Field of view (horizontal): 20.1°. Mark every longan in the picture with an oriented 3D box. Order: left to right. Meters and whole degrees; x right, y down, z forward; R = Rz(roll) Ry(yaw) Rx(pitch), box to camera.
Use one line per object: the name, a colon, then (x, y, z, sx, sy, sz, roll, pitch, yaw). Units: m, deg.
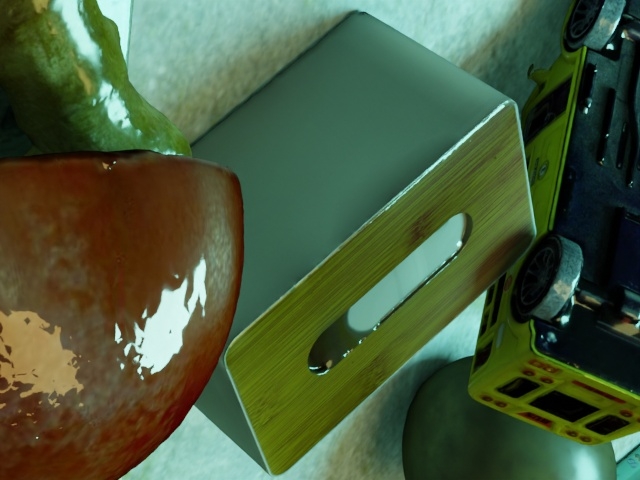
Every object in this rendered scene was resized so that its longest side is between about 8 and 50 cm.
longan: (0.156, 0.190, 1.477, 0.159, 0.185, 0.204, -33, 121, -33)

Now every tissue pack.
tissue pack: (0.000, -0.001, 1.151, 0.246, 0.136, 0.159, -42, 146, -18)

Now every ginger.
ginger: (-0.131, -0.125, 0.829, 0.118, 0.065, 0.299, -33, 128, -14)

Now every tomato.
tomato: (-0.177, 0.070, 0.833, 0.338, 0.143, 0.338, -15, 174, -2)

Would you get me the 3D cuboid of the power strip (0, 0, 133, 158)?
power strip: (-0.182, -0.106, 0.882, 0.198, 0.064, 0.213, -12, 114, -45)

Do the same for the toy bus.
toy bus: (0.206, -0.030, 1.297, 0.151, 0.145, 0.331, -42, -151, 58)

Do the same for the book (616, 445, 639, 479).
book: (0.241, 0.381, 1.921, 0.379, 0.031, 0.264, -32, 142, -29)
